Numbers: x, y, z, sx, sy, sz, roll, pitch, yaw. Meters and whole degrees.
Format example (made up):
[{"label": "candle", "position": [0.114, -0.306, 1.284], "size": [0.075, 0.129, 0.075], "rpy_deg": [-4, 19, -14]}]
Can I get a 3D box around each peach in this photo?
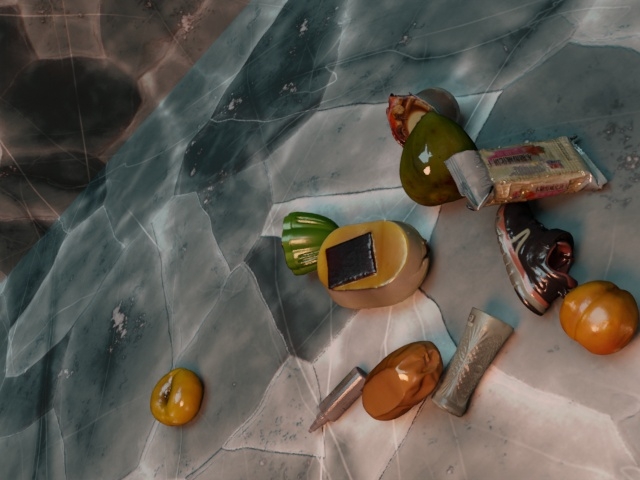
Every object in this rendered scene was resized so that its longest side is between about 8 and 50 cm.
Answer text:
[{"label": "peach", "position": [0.524, 0.140, 1.245], "size": [0.138, 0.138, 0.138], "rpy_deg": [-24, 49, 31]}, {"label": "peach", "position": [-0.420, 0.458, 1.948], "size": [0.179, 0.103, 0.179], "rpy_deg": [-25, 45, 28]}]

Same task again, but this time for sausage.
[{"label": "sausage", "position": [0.172, 0.304, 1.430], "size": [0.120, 0.136, 0.241], "rpy_deg": [54, 139, 17]}]

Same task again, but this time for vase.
[{"label": "vase", "position": [0.313, 0.259, 1.396], "size": [0.096, 0.096, 0.219], "rpy_deg": [24, 84, 49]}]

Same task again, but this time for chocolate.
[{"label": "chocolate", "position": [0.289, -0.337, 1.777], "size": [0.221, 0.221, 0.147], "rpy_deg": [3, 43, 45]}]

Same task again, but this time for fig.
[{"label": "fig", "position": [0.290, -0.204, 1.638], "size": [0.203, 0.203, 0.225], "rpy_deg": [-19, 69, 34]}]

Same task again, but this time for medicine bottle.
[{"label": "medicine bottle", "position": [0.038, 0.390, 1.591], "size": [0.199, 0.057, 0.057], "rpy_deg": [-48, 41, 9]}]

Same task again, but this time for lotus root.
[{"label": "lotus root", "position": [0.000, 0.000, 1.837], "size": [0.186, 0.186, 0.186], "rpy_deg": [-24, 49, 31]}]

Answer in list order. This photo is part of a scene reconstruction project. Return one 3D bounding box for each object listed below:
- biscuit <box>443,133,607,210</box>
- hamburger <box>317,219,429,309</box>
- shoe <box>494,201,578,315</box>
[{"label": "biscuit", "position": [0.448, -0.148, 1.465], "size": [0.309, 0.079, 0.186], "rpy_deg": [-7, 45, -3]}, {"label": "hamburger", "position": [0.132, 0.060, 1.664], "size": [0.295, 0.151, 0.227], "rpy_deg": [-4, 66, 34]}, {"label": "shoe", "position": [0.461, 0.011, 1.402], "size": [0.137, 0.114, 0.291], "rpy_deg": [-32, 48, 32]}]
